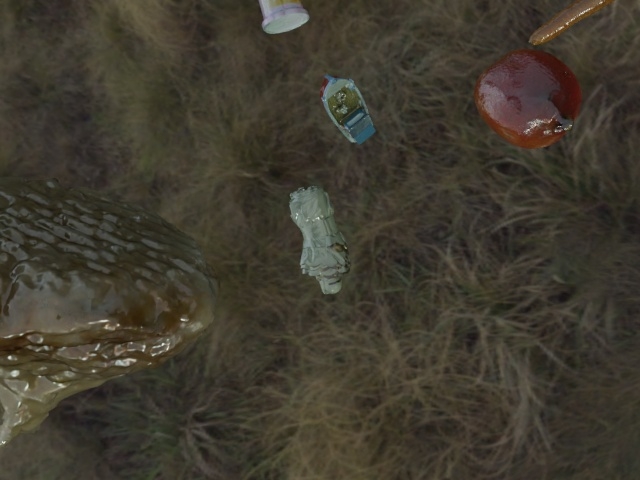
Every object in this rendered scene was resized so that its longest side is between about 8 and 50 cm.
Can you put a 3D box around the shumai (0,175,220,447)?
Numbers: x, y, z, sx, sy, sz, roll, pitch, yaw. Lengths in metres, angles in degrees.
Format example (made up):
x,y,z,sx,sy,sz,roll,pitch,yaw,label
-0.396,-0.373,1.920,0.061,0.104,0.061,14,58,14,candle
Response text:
x,y,z,sx,sy,sz,roll,pitch,yaw,label
-0.261,0.099,0.817,0.314,0.267,0.262,13,114,4,shumai

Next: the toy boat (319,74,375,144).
x,y,z,sx,sy,sz,roll,pitch,yaw,label
0.048,-0.234,1.491,0.069,0.173,0.058,-38,49,-2,toy boat

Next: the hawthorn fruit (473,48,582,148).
x,y,z,sx,sy,sz,roll,pitch,yaw,label
0.354,-0.229,1.416,0.169,0.169,0.188,-48,46,21,hawthorn fruit

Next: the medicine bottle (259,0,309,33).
x,y,z,sx,sy,sz,roll,pitch,yaw,label
-0.131,-0.689,1.901,0.108,0.108,0.425,-17,85,31,medicine bottle

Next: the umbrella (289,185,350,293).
x,y,z,sx,sy,sz,roll,pitch,yaw,label
0.000,0.000,1.079,0.067,0.062,0.143,-15,100,-9,umbrella

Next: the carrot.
x,y,z,sx,sy,sz,roll,pitch,yaw,label
0.480,-0.424,1.524,0.248,0.043,0.043,-34,66,-1,carrot
